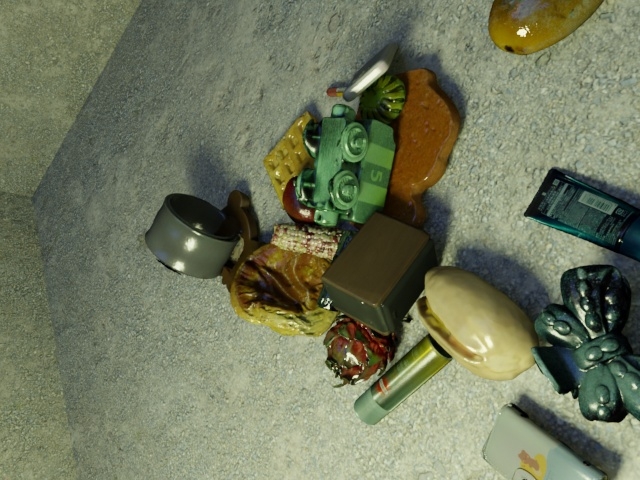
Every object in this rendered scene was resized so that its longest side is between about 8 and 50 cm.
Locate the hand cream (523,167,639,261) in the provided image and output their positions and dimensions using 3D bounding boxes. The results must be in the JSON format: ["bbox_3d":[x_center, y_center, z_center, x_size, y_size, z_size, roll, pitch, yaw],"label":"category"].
[{"bbox_3d":[0.544,-0.051,1.111,0.270,0.061,0.120,38,106,47],"label":"hand cream"}]

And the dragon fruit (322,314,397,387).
[{"bbox_3d":[0.096,0.266,1.390,0.182,0.189,0.182,163,90,-76],"label":"dragon fruit"}]

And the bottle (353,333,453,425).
[{"bbox_3d":[0.196,0.343,1.342,0.286,0.082,0.082,-50,52,25],"label":"bottle"}]

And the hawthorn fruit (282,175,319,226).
[{"bbox_3d":[-0.034,-0.113,1.603,0.188,0.169,0.169,138,134,-75],"label":"hawthorn fruit"}]

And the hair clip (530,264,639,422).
[{"bbox_3d":[0.517,0.207,1.011,0.206,0.194,0.310,-32,59,22],"label":"hair clip"}]

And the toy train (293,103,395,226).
[{"bbox_3d":[0.069,-0.176,1.369,0.167,0.238,0.299,13,93,44],"label":"toy train"}]

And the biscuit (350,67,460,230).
[{"bbox_3d":[0.192,-0.236,1.470,0.350,0.078,0.455,30,103,40],"label":"biscuit"}]

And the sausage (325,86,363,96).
[{"bbox_3d":[0.094,-0.442,1.635,0.223,0.029,0.029,14,91,45],"label":"sausage"}]

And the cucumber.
[{"bbox_3d":[0.062,0.083,1.419,0.062,0.078,0.211,-165,94,-74],"label":"cucumber"}]

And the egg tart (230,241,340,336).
[{"bbox_3d":[-0.082,0.134,1.577,0.352,0.153,0.339,5,52,20],"label":"egg tart"}]

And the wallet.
[{"bbox_3d":[0.441,0.449,1.097,0.231,0.069,0.170,35,123,45],"label":"wallet"}]

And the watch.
[{"bbox_3d":[-0.376,-0.002,1.790,0.335,0.327,0.314,48,114,38],"label":"watch"}]

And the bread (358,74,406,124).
[{"bbox_3d":[0.157,-0.367,1.441,0.139,0.071,0.130,-1,85,45],"label":"bread"}]

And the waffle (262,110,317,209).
[{"bbox_3d":[-0.068,-0.248,1.734,0.248,0.055,0.221,-43,55,30],"label":"waffle"}]

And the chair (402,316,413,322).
[{"bbox_3d":[0.195,0.183,1.407,0.086,0.037,0.042,8,98,48],"label":"chair"}]

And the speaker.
[{"bbox_3d":[0.146,0.075,1.319,0.192,0.153,0.231,26,65,34],"label":"speaker"}]

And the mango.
[{"bbox_3d":[0.509,-0.534,1.186,0.316,0.146,0.193,-38,58,16],"label":"mango"}]

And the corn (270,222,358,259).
[{"bbox_3d":[0.000,0.000,1.513,0.280,0.092,0.092,10,88,7],"label":"corn"}]

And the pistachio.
[{"bbox_3d":[0.337,0.172,1.193,0.187,0.187,0.299,-59,43,18],"label":"pistachio"}]

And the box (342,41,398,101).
[{"bbox_3d":[0.136,-0.454,1.467,0.142,0.044,0.285,-38,14,29],"label":"box"}]
